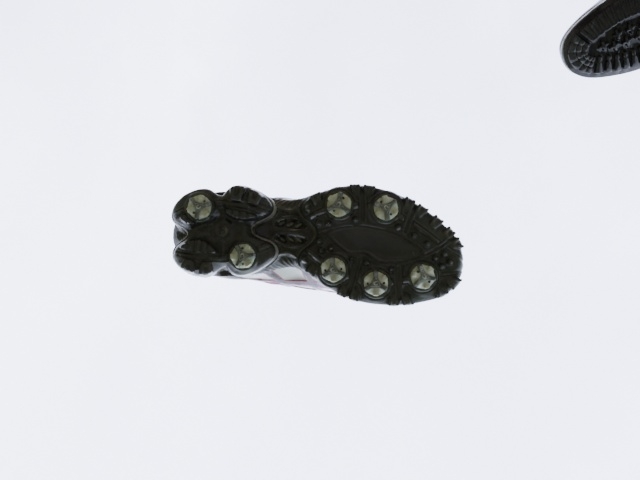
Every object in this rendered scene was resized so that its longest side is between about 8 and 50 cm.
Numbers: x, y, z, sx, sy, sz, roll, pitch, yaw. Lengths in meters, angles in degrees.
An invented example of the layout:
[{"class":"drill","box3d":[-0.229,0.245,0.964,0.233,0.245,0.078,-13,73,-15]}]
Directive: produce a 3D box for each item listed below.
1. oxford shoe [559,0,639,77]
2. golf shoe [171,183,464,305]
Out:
[{"class":"oxford shoe","box3d":[0.319,-0.232,1.488,0.227,0.082,0.096,-32,-155,-23]},{"class":"golf shoe","box3d":[0.000,0.000,1.363,0.273,0.120,0.105,9,-94,7]}]
